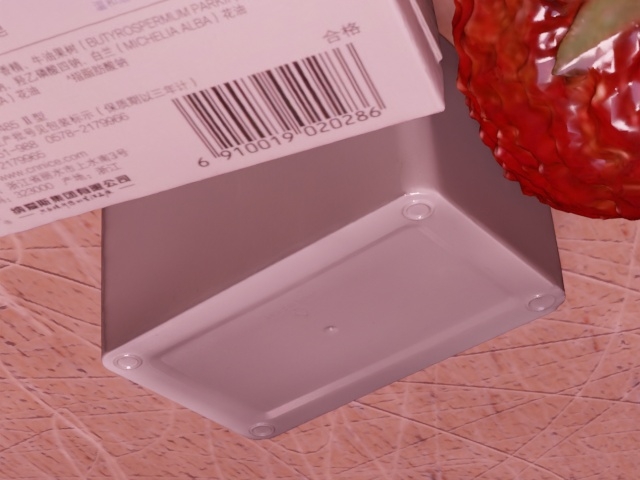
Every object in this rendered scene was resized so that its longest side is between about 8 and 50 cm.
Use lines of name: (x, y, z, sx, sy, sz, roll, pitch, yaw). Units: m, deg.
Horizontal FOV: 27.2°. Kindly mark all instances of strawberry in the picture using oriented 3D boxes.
strawberry: (0.160, -0.092, 0.677, 0.205, 0.205, 0.244, -3, 161, -2)

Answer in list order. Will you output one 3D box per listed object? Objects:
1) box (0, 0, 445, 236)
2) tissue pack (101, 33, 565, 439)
box: (-0.102, -0.126, 0.634, 0.274, 0.116, 0.203, -15, 142, 15)
tissue pack: (0.001, 0.001, 0.804, 0.246, 0.136, 0.159, -27, 138, 28)
